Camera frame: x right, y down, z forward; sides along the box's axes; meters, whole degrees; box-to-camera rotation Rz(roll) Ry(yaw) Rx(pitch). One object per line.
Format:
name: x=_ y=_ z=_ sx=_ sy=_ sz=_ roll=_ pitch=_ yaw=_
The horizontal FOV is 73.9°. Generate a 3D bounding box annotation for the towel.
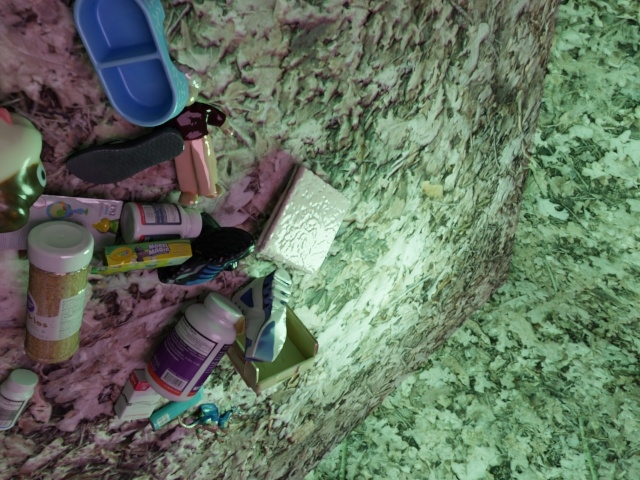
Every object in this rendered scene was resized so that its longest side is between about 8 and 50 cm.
towel: x=-0.050 y=-0.058 z=1.455 sx=0.332 sy=0.053 sz=0.317 roll=29 pitch=87 yaw=-54

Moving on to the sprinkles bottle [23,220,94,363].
sprinkles bottle: x=-0.603 y=0.127 z=0.975 sx=0.121 sy=0.121 sz=0.355 roll=-7 pitch=134 yaw=-42

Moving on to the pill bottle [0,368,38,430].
pill bottle: x=-0.786 y=0.403 z=1.083 sx=0.078 sy=0.078 sz=0.137 roll=28 pitch=97 yaw=-51

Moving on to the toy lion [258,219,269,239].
toy lion: x=-0.166 y=-0.025 z=1.424 sx=0.096 sy=0.034 sz=0.100 roll=-31 pitch=137 yaw=-14

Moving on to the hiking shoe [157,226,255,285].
hiking shoe: x=-0.310 y=0.047 z=1.214 sx=0.304 sy=0.113 sz=0.132 roll=-18 pitch=158 yaw=16

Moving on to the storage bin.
storage bin: x=-0.184 y=0.367 z=1.515 sx=0.262 sy=0.260 sz=0.123 roll=-14 pitch=135 yaw=-39

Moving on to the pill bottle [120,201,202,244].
pill bottle: x=-0.408 y=-0.044 z=1.103 sx=0.180 sy=0.108 sz=0.108 roll=-2 pitch=120 yaw=-44

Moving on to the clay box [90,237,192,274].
clay box: x=-0.446 y=0.041 z=1.055 sx=0.222 sy=0.127 sz=0.053 roll=-6 pitch=81 yaw=-32

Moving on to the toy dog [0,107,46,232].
toy dog: x=-0.648 y=-0.148 z=0.653 sx=0.408 sy=0.284 sz=0.395 roll=19 pitch=104 yaw=-52

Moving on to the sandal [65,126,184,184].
sandal: x=-0.440 y=-0.197 z=0.976 sx=0.254 sy=0.054 sz=0.097 roll=-18 pitch=142 yaw=-13

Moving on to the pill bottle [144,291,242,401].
pill bottle: x=-0.391 y=0.328 z=1.342 sx=0.323 sy=0.181 sz=0.181 roll=-54 pitch=141 yaw=1

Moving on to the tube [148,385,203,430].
tube: x=-0.511 y=0.600 z=1.534 sx=0.207 sy=0.052 sz=0.080 roll=-24 pitch=142 yaw=-38

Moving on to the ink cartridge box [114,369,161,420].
ink cartridge box: x=-0.577 y=0.496 z=1.374 sx=0.109 sy=0.063 sz=0.150 roll=21 pitch=103 yaw=-50

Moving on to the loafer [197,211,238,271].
loafer: x=-0.307 y=-0.002 z=1.275 sx=0.078 sy=0.076 sz=0.223 roll=-70 pitch=149 yaw=-42

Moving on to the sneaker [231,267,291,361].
sneaker: x=-0.213 y=0.252 z=1.437 sx=0.127 sy=0.182 sz=0.316 roll=40 pitch=51 yaw=-44

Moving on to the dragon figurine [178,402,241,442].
dragon figurine: x=-0.435 y=0.691 z=1.643 sx=0.289 sy=0.144 sz=0.085 roll=23 pitch=101 yaw=-32

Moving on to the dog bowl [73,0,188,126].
dog bowl: x=-0.376 y=-0.368 z=0.852 sx=0.165 sy=0.074 sz=0.297 roll=-11 pitch=127 yaw=-1

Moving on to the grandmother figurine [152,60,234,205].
grandmother figurine: x=-0.312 y=-0.260 z=1.043 sx=0.207 sy=0.104 sz=0.342 roll=-27 pitch=136 yaw=-29

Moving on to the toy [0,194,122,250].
toy: x=-0.587 y=-0.047 z=0.960 sx=0.237 sy=0.056 sz=0.137 roll=4 pitch=117 yaw=-39

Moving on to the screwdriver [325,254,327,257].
screwdriver: x=0.000 y=0.000 z=1.623 sx=0.024 sy=0.025 sz=0.170 roll=-35 pitch=129 yaw=-21
